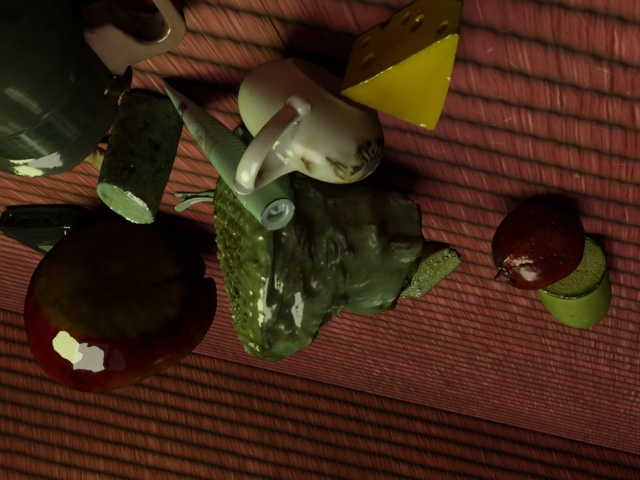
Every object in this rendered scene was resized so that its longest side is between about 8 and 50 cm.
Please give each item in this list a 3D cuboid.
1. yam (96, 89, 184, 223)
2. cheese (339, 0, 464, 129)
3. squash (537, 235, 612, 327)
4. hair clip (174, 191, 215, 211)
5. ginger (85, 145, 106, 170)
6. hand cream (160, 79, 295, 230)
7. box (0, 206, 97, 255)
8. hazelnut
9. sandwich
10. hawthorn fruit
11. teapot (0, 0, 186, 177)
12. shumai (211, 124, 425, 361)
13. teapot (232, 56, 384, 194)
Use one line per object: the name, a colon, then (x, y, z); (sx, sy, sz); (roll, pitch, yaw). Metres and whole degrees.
yam: (-0.287, -0.131, 1.078); (0.107, 0.194, 0.107); (8, 158, 3)
cheese: (0.116, -0.220, 0.771); (0.126, 0.093, 0.171); (20, 157, -11)
squash: (0.481, 0.095, 1.281); (0.132, 0.132, 0.247); (0, 154, 29)
hair clip: (-0.249, -0.080, 1.388); (0.115, 0.039, 0.030); (-4, 158, 31)
ginger: (-0.450, -0.169, 1.252); (0.288, 0.075, 0.089); (6, 152, 27)
hand cream: (-0.135, -0.133, 0.960); (0.085, 0.058, 0.331); (38, -169, -51)
box: (-0.642, 0.004, 1.756); (0.290, 0.073, 0.289); (0, 155, 28)
hazelnut: (-0.464, 0.140, 1.565); (0.402, 0.429, 0.402); (40, 153, 26)
sandwich: (0.161, 0.060, 1.433); (0.258, 0.096, 0.094); (-6, 146, 34)
hawthorn fruit: (0.348, 0.017, 1.122); (0.148, 0.172, 0.148); (43, 163, 17)
teapot: (-0.362, -0.250, 0.776); (0.376, 0.305, 0.362); (-20, 163, 3)
shumai: (0.000, 0.000, 1.131); (0.323, 0.397, 0.324); (-5, -153, -16)
teapot: (-0.021, -0.144, 0.878); (0.204, 0.139, 0.298); (41, -157, 10)
